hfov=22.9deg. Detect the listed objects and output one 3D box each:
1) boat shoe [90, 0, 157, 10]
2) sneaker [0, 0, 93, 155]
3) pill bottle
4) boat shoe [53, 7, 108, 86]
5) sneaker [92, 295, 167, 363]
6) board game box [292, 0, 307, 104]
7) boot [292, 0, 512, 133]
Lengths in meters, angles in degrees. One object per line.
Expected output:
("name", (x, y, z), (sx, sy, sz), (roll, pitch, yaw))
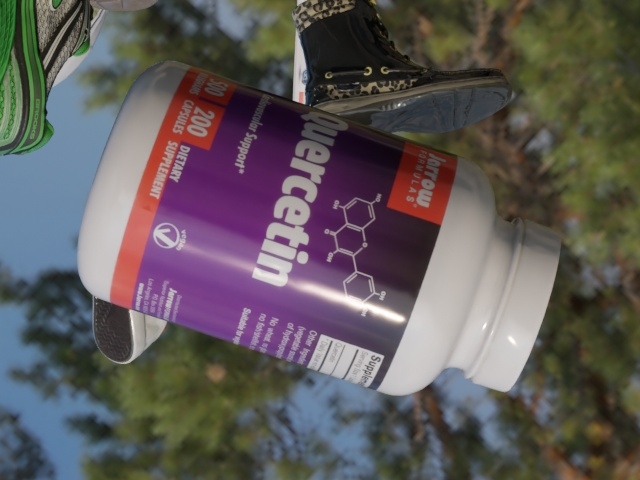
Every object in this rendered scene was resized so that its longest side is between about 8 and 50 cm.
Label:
("boat shoe", (-0.215, -0.342, 1.558), (0.123, 0.116, 0.324), (5, 156, 4))
("sneaker", (-0.256, -0.236, 1.335), (0.134, 0.343, 0.146), (15, 177, 40))
("pill bottle", (0.000, 0.000, 1.137), (0.323, 0.181, 0.181), (18, -165, -1))
("boat shoe", (-0.314, -0.322, 1.988), (0.109, 0.302, 0.094), (31, 174, 29))
("sneaker", (-0.238, 0.011, 2.071), (0.106, 0.290, 0.123), (23, -147, 25))
("board game box", (0.016, -0.328, 1.987), (0.053, 0.305, 0.193), (6, -163, 11))
("boot", (0.087, -0.210, 1.797), (0.085, 0.236, 0.179), (86, 174, -60))
